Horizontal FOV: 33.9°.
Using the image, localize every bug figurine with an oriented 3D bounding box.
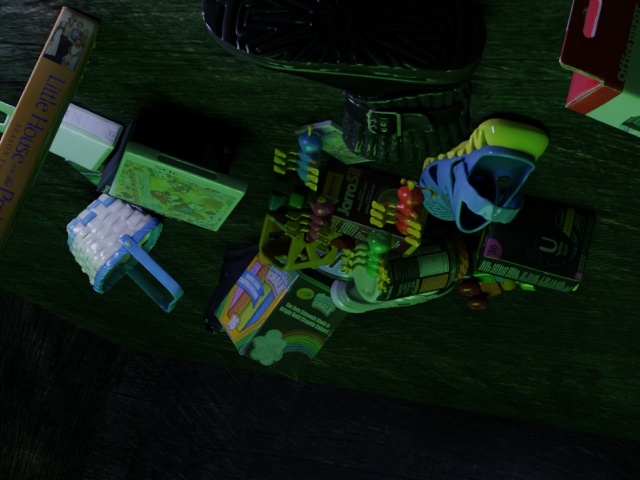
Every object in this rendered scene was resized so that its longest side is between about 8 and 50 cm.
[{"bbox_3d":[0.050,-0.051,1.651,0.279,0.072,0.216,30,132,23],"label":"bug figurine"}]

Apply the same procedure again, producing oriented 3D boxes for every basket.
[{"bbox_3d":[-0.424,0.041,2.352,0.289,0.201,0.255,49,161,-1],"label":"basket"}]

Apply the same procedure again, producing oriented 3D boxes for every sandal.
[{"bbox_3d":[0.224,-0.074,1.567,0.126,0.138,0.317,16,165,-8],"label":"sandal"}]

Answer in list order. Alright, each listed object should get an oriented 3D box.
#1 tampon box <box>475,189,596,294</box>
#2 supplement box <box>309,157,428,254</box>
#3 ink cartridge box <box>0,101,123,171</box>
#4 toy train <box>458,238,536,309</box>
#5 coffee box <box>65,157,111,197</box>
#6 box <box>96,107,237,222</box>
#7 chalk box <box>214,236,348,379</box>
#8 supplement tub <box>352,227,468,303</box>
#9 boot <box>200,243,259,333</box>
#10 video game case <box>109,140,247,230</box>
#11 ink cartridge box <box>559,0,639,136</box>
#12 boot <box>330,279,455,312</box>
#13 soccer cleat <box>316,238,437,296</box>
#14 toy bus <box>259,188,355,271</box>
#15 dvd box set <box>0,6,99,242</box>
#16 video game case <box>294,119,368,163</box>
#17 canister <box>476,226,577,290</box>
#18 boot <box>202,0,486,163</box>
[{"bbox_3d":[0.352,0.004,1.724,0.161,0.120,0.101,15,164,4],"label":"tampon box"},{"bbox_3d":[0.086,-0.057,1.796,0.188,0.104,0.081,17,162,-6],"label":"supplement box"},{"bbox_3d":[-0.495,-0.211,1.915,0.235,0.056,0.171,25,161,-17],"label":"ink cartridge box"},{"bbox_3d":[0.354,0.079,2.026,0.143,0.105,0.248,-5,157,18],"label":"toy train"},{"bbox_3d":[-0.419,-0.133,2.121,0.113,0.040,0.184,9,162,21],"label":"coffee box"},{"bbox_3d":[-0.287,-0.129,1.916,0.184,0.103,0.261,23,162,-16],"label":"box"},{"bbox_3d":[-0.061,0.123,2.302,0.180,0.289,0.179,31,-170,-37],"label":"chalk box"},{"bbox_3d":[0.163,0.042,1.892,0.190,0.117,0.117,-10,174,-24],"label":"supplement tub"},{"bbox_3d":[-0.173,0.122,2.431,0.094,0.207,0.246,27,159,-33],"label":"boot"},{"bbox_3d":[-0.249,-0.088,1.799,0.206,0.026,0.227,19,160,-12],"label":"video game case"},{"bbox_3d":[0.346,-0.185,1.097,0.231,0.134,0.078,20,163,-12],"label":"ink cartridge box"},{"bbox_3d":[0.154,0.090,2.166,0.258,0.095,0.123,-5,169,-35],"label":"boot"},{"bbox_3d":[0.103,0.023,2.087,0.318,0.108,0.116,13,137,35],"label":"soccer cleat"},{"bbox_3d":[-0.012,-0.001,1.901,0.202,0.104,0.191,15,-157,0],"label":"toy bus"},{"bbox_3d":[-0.455,-0.108,1.573,0.062,0.420,0.307,24,161,-14],"label":"dvd box set"},{"bbox_3d":[0.030,-0.157,1.689,0.122,0.011,0.087,29,159,-37],"label":"video game case"},{"bbox_3d":[0.367,0.027,1.836,0.170,0.073,0.126,17,-177,1],"label":"canister"},{"bbox_3d":[0.030,-0.210,1.311,0.348,0.131,0.260,14,163,3],"label":"boot"}]
